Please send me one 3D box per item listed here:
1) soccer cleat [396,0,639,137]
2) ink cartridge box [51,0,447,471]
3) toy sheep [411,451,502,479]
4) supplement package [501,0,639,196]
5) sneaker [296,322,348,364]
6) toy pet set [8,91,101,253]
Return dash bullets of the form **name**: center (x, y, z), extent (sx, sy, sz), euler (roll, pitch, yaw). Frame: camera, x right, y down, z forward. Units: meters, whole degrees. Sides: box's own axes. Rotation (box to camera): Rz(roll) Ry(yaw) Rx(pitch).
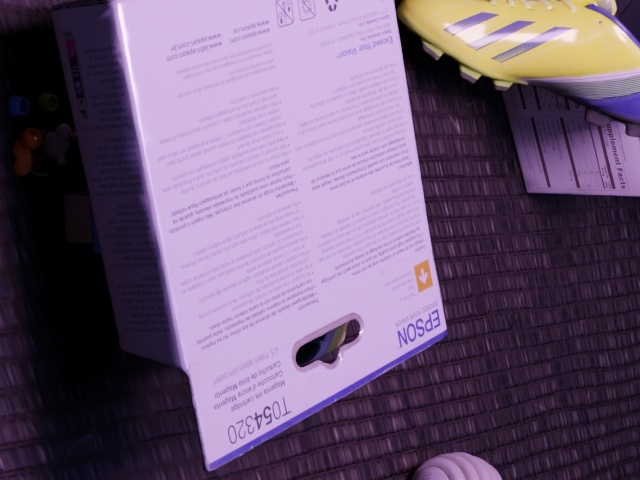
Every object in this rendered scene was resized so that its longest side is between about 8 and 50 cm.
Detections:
- **soccer cleat**: center (0.210, -0.191, 1.744), extent (0.093, 0.289, 0.121), euler (-106, -143, -62)
- **ink cartridge box**: center (-0.039, -0.040, 1.380), extent (0.324, 0.071, 0.330), euler (-24, 109, -52)
- **toy sheep**: center (0.126, 0.242, 1.772), extent (0.132, 0.091, 0.091), euler (13, 81, -50)
- **supplement package**: center (0.308, -0.198, 1.964), extent (0.262, 0.145, 0.204), euler (-49, 131, -43)
- **sneaker**: center (0.000, 0.000, 1.575), extent (0.094, 0.081, 0.208), euler (13, 87, -65)
- **toy pet set**: center (-0.152, -0.050, 1.333), extent (0.122, 0.065, 0.114), euler (-14, 104, -56)
